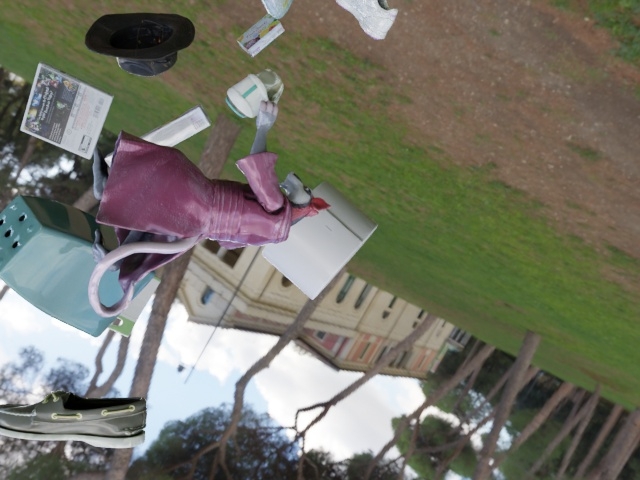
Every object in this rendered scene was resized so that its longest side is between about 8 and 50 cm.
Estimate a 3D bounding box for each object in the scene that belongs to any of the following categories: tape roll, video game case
[{"bbox_3d":[0.000,0.000,1.377,0.169,0.246,0.246,42,-177,3],"label":"tape roll"},{"bbox_3d":[-0.617,-0.311,1.376,0.173,0.190,0.022,23,-149,-18],"label":"video game case"}]

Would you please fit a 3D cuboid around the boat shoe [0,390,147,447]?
[{"bbox_3d":[-0.496,0.344,1.118,0.305,0.091,0.109,7,177,-4],"label":"boat shoe"}]

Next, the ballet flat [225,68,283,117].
[{"bbox_3d":[-0.175,-0.453,1.706,0.139,0.139,0.400,30,-161,-5],"label":"ballet flat"}]

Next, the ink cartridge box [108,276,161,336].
[{"bbox_3d":[-0.700,0.200,2.008,0.171,0.235,0.056,36,166,-34],"label":"ink cartridge box"}]

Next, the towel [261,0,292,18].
[{"bbox_3d":[-0.138,-0.986,1.891,0.090,0.374,0.320,16,176,14],"label":"towel"}]

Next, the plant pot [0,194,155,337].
[{"bbox_3d":[-0.455,0.035,0.998,0.166,0.165,0.234,40,177,31],"label":"plant pot"}]

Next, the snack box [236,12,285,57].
[{"bbox_3d":[-0.198,-0.679,1.870,0.100,0.141,0.037,50,180,43],"label":"snack box"}]

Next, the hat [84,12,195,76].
[{"bbox_3d":[-0.554,-0.597,1.772,0.331,0.331,0.134,31,144,22],"label":"hat"}]

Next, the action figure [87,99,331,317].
[{"bbox_3d":[-0.159,-0.052,0.879,0.370,0.248,0.275,2,-133,-14],"label":"action figure"}]

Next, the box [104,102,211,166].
[{"bbox_3d":[-0.476,-0.297,1.666,0.067,0.324,0.063,60,-175,-24],"label":"box"}]

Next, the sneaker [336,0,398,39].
[{"bbox_3d":[0.156,-0.863,2.011,0.305,0.152,0.114,48,-140,9],"label":"sneaker"}]
